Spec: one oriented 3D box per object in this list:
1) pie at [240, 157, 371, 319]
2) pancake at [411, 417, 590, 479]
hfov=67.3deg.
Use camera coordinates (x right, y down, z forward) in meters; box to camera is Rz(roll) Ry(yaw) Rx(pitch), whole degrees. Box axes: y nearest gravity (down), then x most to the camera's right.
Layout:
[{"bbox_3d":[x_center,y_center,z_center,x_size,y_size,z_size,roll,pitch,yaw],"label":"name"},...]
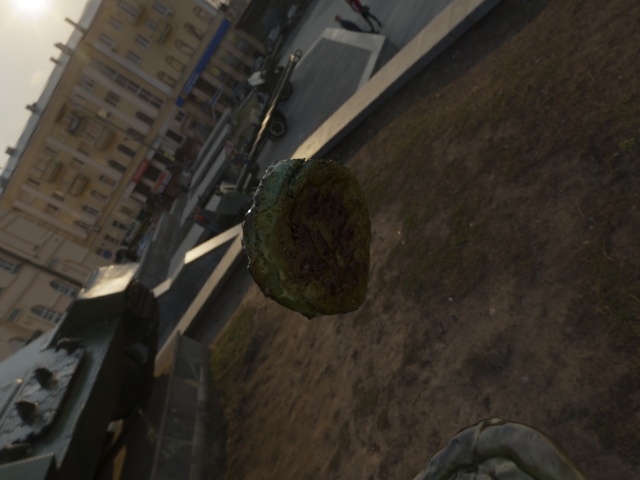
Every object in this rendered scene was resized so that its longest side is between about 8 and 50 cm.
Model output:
[{"bbox_3d":[0.000,0.000,0.892,0.102,0.354,0.289,-6,82,37],"label":"pie"},{"bbox_3d":[0.120,0.262,0.361,0.250,0.031,0.250,-47,20,24],"label":"pancake"}]
